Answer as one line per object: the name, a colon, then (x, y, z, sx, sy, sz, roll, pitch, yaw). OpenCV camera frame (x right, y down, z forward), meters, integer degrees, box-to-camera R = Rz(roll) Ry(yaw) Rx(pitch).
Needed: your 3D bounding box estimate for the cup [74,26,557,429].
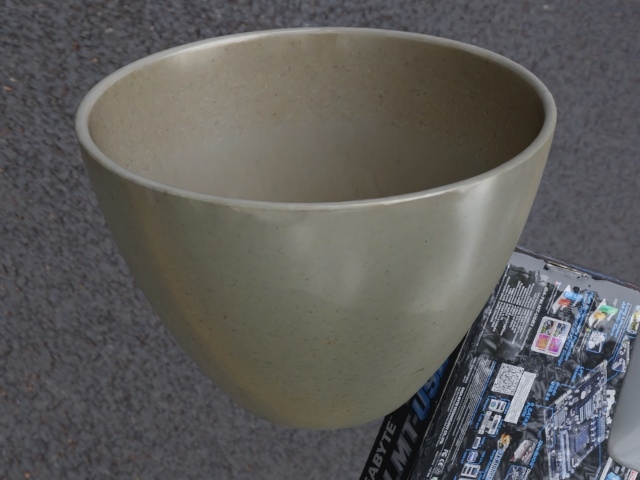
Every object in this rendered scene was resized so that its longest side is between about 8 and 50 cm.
cup: (0.000, 0.000, 0.734, 0.331, 0.331, 0.236, -21, 125, -29)

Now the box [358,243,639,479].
box: (0.205, 0.164, 0.915, 0.293, 0.073, 0.295, 15, 99, -32)

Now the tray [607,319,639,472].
tray: (0.238, -0.001, 0.448, 0.030, 0.145, 0.270, 84, 27, -65)
